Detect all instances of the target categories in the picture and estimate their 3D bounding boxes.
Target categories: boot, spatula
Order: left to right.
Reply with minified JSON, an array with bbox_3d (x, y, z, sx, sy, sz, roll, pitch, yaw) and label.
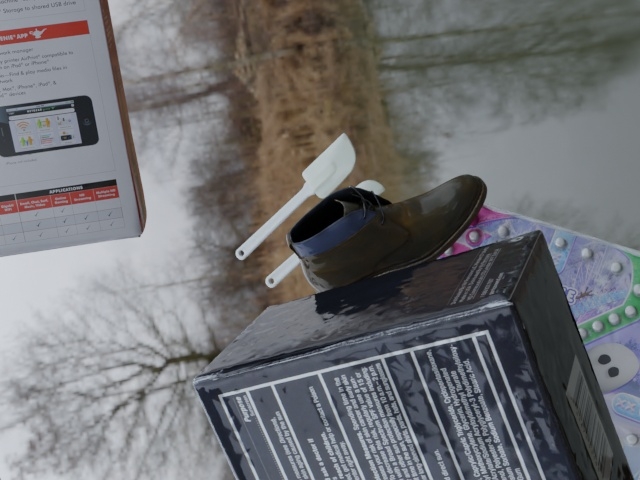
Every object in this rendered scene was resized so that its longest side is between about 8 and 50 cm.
[{"bbox_3d":[0.000,0.000,1.244,0.168,0.242,0.019,52,-153,9],"label":"spatula"},{"bbox_3d":[0.069,-0.020,1.006,0.106,0.219,0.082,48,-172,-39],"label":"boot"}]

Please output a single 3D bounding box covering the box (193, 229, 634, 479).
[{"bbox_3d":[0.095,0.183,0.841,0.296,0.294,0.183,68,-154,-11],"label":"box"}]

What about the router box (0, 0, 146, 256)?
[{"bbox_3d":[-0.348,-0.130,0.859,0.082,0.335,0.301,-113,17,-70],"label":"router box"}]

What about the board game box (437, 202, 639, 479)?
[{"bbox_3d":[0.258,0.162,1.259,0.050,0.389,0.390,27,-97,-64],"label":"board game box"}]
